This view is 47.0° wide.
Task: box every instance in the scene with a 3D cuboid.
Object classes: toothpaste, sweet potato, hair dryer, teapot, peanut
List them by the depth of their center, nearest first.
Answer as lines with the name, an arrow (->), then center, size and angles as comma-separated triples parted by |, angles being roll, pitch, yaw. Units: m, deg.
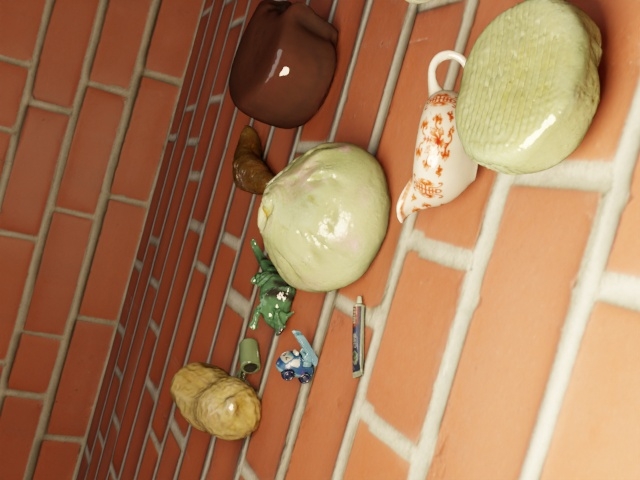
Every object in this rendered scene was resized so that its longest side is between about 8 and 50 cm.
teapot -> 0.174, -0.142, 1.036 | 0.116, 0.159, 0.246 | 7, 89, 23
toothpaste -> 0.064, 0.161, 1.244 | 0.037, 0.021, 0.140 | 141, 135, -61
peanut -> -0.225, 0.363, 1.632 | 0.143, 0.159, 0.291 | -53, 29, -18
hair dryer -> -0.173, 0.297, 1.687 | 0.071, 0.047, 0.150 | -100, 22, -47
sweet potato -> -0.181, -0.186, 1.910 | 0.114, 0.092, 0.341 | -49, 32, 16

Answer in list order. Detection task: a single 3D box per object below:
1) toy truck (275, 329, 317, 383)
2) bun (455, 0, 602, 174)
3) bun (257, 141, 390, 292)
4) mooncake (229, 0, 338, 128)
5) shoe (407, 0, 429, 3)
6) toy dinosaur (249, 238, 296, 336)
toy truck -> -0.042, 0.217, 1.380 | 0.056, 0.073, 0.090 | 34, 109, 65
bun -> 0.259, -0.177, 0.899 | 0.221, 0.108, 0.221 | -33, 48, 46
bun -> -0.013, -0.050, 1.302 | 0.283, 0.179, 0.284 | -23, 60, 47
mooncake -> -0.082, -0.421, 1.725 | 0.325, 0.174, 0.334 | -22, 53, 58
shoe -> 0.184, -0.583, 1.280 | 0.160, 0.131, 0.363 | 19, 90, 66
toy dinosaur -> -0.115, 0.113, 1.608 | 0.120, 0.079, 0.292 | -62, 29, 15
